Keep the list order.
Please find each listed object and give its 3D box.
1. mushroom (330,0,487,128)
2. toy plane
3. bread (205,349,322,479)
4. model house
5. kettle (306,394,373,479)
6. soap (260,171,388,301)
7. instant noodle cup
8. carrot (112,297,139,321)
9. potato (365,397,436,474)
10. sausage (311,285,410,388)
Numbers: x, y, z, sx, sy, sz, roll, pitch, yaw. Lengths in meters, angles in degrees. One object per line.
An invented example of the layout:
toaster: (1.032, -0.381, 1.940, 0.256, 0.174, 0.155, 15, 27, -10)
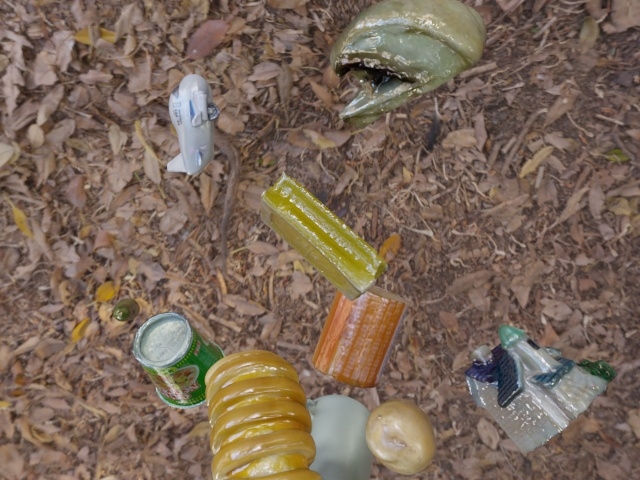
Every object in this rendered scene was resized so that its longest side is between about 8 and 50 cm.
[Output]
mushroom: (0.140, -0.370, 0.898, 0.212, 0.217, 0.292, 28, 149, -20)
toy plane: (-0.343, -0.308, 1.277, 0.123, 0.267, 0.266, 1, 114, -24)
bread: (-0.097, 0.310, 0.792, 0.173, 0.311, 0.121, -4, 124, -16)
model house: (0.536, 0.357, 1.237, 0.284, 0.243, 0.298, 43, 148, 27)
kettle: (0.010, 0.507, 1.110, 0.205, 0.318, 0.264, -8, 103, 15)
soap: (0.000, 0.000, 1.106, 0.315, 0.199, 0.091, 43, 77, 4)
instant noodle cup: (-0.369, 0.296, 1.228, 0.207, 0.206, 0.232, -2, 144, 6)
carrot: (-0.594, 0.212, 1.452, 0.074, 0.358, 0.074, 2, 82, -18)
potato: (0.138, 0.330, 0.808, 0.119, 0.178, 0.109, 29, 89, 23)
sausage: (0.125, 0.280, 1.484, 0.233, 0.233, 0.286, 19, 96, -3)
